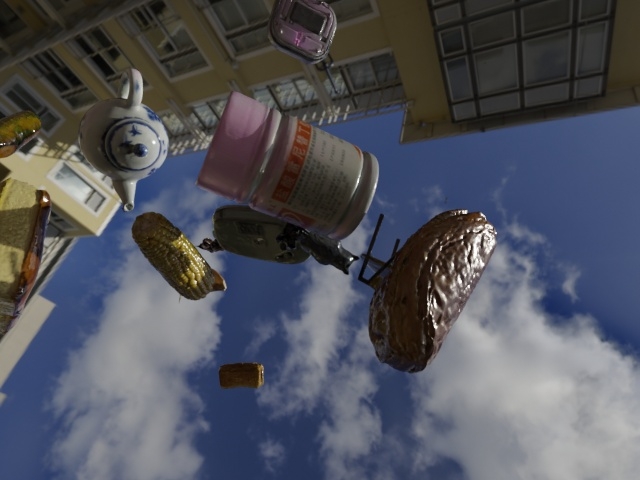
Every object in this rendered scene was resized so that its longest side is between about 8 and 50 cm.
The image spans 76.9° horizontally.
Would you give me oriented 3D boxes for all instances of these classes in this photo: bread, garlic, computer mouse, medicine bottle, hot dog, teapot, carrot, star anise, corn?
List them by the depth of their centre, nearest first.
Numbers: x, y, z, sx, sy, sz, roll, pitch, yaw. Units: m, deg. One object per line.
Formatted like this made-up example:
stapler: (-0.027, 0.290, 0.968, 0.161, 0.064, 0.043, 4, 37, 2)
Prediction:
medicine bottle: (-0.065, -0.141, 0.811, 0.202, 0.316, 0.202, -55, -157, 39)
hot dog: (0.225, 0.083, 0.845, 0.174, 0.267, 0.387, 36, -120, 10)
corn: (-0.310, 0.050, 0.894, 0.102, 0.310, 0.101, -2, -121, 3)
carrot: (-0.785, -0.267, 1.017, 0.082, 0.082, 0.173, -14, -149, 19)
bread: (-0.834, 0.051, 1.071, 0.324, 0.143, 0.332, -31, -128, 44)
bread: (-0.233, 0.398, 1.183, 0.132, 0.074, 0.053, -3, -169, 0)
computer mouse: (-0.170, -0.023, 1.224, 0.331, 0.197, 0.095, 10, -141, 13)
teapot: (-0.588, -0.303, 1.233, 0.280, 0.253, 0.423, 30, -66, 45)
garlic: (-0.469, 0.168, 1.533, 0.128, 0.198, 0.090, 44, -54, 33)
star anise: (-0.413, 0.019, 1.641, 0.157, 0.212, 0.053, -6, -99, 7)

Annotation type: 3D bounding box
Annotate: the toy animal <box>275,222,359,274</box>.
toy animal: (0.003, 0.001, 1.017, 0.210, 0.117, 0.121, 27, -103, 5)

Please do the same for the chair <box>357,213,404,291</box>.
chair: (0.193, 0.085, 1.110, 0.173, 0.159, 0.246, 28, -101, 39)

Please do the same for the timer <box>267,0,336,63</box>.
timer: (-0.056, -0.677, 1.272, 0.069, 0.209, 0.190, -154, -99, -69)
